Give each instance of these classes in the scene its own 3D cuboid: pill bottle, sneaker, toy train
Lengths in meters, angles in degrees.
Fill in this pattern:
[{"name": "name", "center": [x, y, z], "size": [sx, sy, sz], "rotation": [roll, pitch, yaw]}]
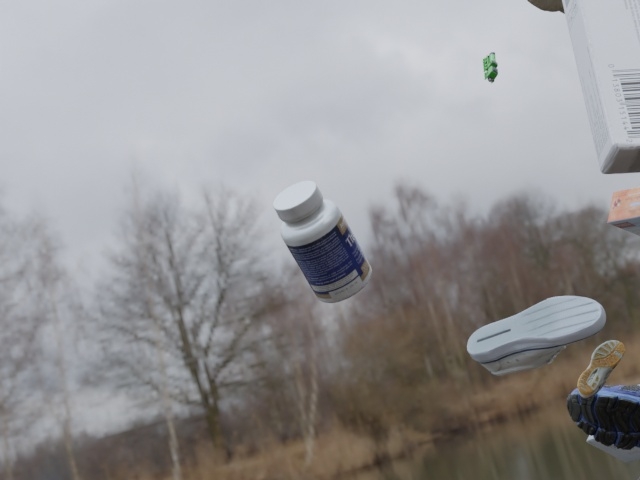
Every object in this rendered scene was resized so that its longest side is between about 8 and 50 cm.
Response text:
[{"name": "pill bottle", "center": [0.000, 0.000, 1.231], "size": [0.067, 0.120, 0.067], "rotation": [-23, 28, 13]}, {"name": "sneaker", "center": [0.432, 0.219, 1.563], "size": [0.221, 0.083, 0.087], "rotation": [5, 27, 4]}, {"name": "toy train", "center": [0.265, -0.270, 1.861], "size": [0.023, 0.017, 0.083], "rotation": [-57, 13, 30]}, {"name": "sneaker", "center": [0.381, 0.166, 2.056], "size": [0.258, 0.094, 0.091], "rotation": [-19, -48, 36]}, {"name": "sneaker", "center": [0.340, 0.158, 1.460], "size": [0.083, 0.032, 0.037], "rotation": [-46, -27, -15]}]

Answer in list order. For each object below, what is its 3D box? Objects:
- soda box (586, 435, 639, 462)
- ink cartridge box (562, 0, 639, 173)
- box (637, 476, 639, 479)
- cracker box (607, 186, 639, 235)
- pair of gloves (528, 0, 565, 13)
[{"name": "soda box", "center": [0.457, 0.264, 1.715], "size": [0.074, 0.069, 0.216], "rotation": [28, -16, 3]}, {"name": "ink cartridge box", "center": [0.409, -0.219, 1.299], "size": [0.261, 0.296, 0.066], "rotation": [-4, -25, -4]}, {"name": "box", "center": [0.500, 0.431, 1.630], "size": [0.108, 0.153, 0.207], "rotation": [22, 15, -36]}, {"name": "cracker box", "center": [0.673, -0.035, 2.213], "size": [0.232, 0.067, 0.156], "rotation": [19, -14, -24]}, {"name": "pair of gloves", "center": [0.370, -0.422, 1.667], "size": [0.240, 0.204, 0.042], "rotation": [-63, -2, 40]}]
